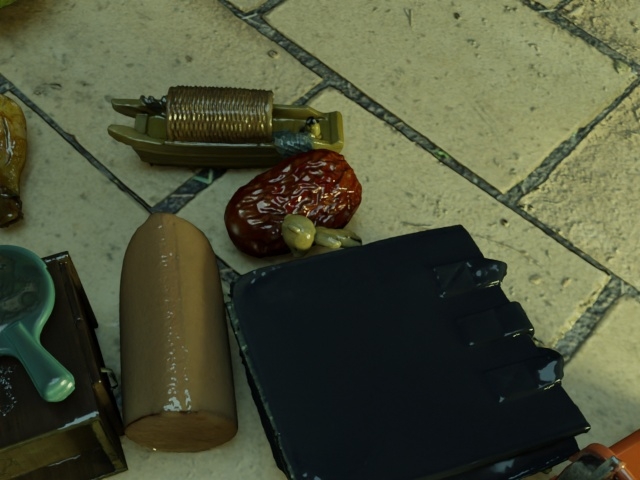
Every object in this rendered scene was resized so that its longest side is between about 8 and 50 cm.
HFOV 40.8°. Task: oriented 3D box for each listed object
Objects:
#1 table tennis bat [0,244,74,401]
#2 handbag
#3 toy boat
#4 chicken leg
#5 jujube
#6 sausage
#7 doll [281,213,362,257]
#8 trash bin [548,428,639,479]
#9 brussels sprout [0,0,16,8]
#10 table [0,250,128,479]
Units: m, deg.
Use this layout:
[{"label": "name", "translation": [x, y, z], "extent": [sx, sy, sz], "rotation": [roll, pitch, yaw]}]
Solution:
[{"label": "table tennis bat", "translation": [-0.302, 0.082, 0.836], "extent": [0.124, 0.033, 0.201], "rotation": [-37, 61, -20]}, {"label": "handbag", "translation": [0.089, 0.144, 0.939], "extent": [0.329, 0.122, 0.303], "rotation": [-15, 50, -13]}, {"label": "toy boat", "translation": [-0.123, -0.152, 1.136], "extent": [0.310, 0.115, 0.089], "rotation": [2, 56, 0]}, {"label": "chicken leg", "translation": [-0.432, -0.110, 1.122], "extent": [0.101, 0.085, 0.207], "rotation": [11, 53, -47]}, {"label": "jujube", "translation": [-0.035, -0.043, 1.081], "extent": [0.176, 0.109, 0.112], "rotation": [-29, 26, -9]}, {"label": "sausage", "translation": [-0.164, 0.102, 0.971], "extent": [0.123, 0.123, 0.253], "rotation": [-6, 58, -5]}, {"label": "doll", "translation": [0.001, -0.009, 1.010], "extent": [0.093, 0.051, 0.061], "rotation": [-11, 19, -14]}, {"label": "trash bin", "translation": [0.359, 0.247, 0.863], "extent": [0.239, 0.184, 0.161], "rotation": [-26, 62, -23]}, {"label": "brussels sprout", "translation": [-0.543, -0.468, 1.252], "extent": [0.274, 0.242, 0.316], "rotation": [-6, 54, -13]}, {"label": "table", "translation": [-0.306, 0.153, 0.907], "extent": [0.172, 0.169, 0.193], "rotation": [-17, 59, -12]}]
